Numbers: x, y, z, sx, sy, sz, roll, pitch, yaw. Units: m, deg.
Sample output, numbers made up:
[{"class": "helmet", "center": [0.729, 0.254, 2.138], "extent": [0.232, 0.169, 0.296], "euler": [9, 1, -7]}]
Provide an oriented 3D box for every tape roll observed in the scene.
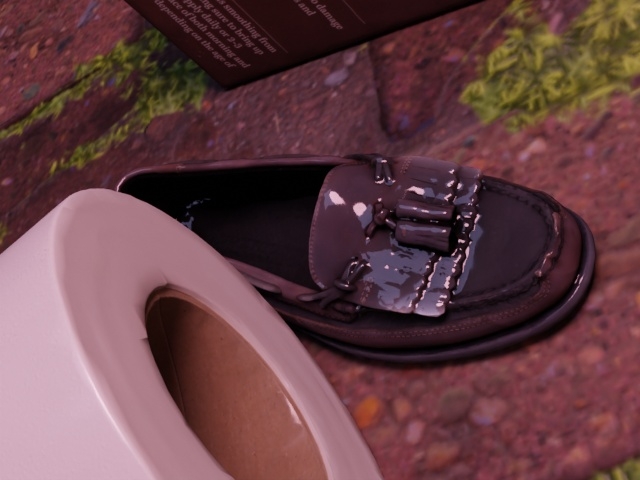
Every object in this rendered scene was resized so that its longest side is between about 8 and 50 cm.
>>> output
[{"class": "tape roll", "center": [-0.097, 0.121, 0.527], "extent": [0.169, 0.246, 0.246], "euler": [-38, 46, 14]}]

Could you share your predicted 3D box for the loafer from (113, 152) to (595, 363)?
[{"class": "loafer", "center": [0.000, 0.000, 0.632], "extent": [0.302, 0.095, 0.109], "euler": [3, 65, 40]}]

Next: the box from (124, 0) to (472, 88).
[{"class": "box", "center": [0.036, -0.246, 0.696], "extent": [0.381, 0.191, 0.143], "euler": [-12, 56, 33]}]
